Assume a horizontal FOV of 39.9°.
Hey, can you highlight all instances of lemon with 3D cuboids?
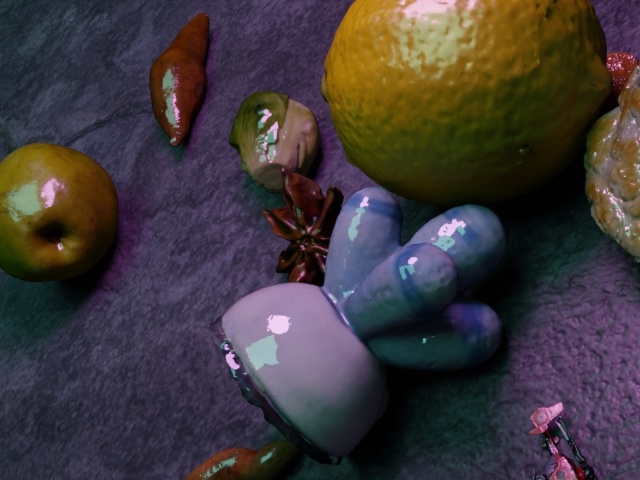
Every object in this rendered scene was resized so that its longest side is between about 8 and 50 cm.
[{"bbox_3d":[0.173,-0.193,1.061,0.336,0.336,0.336,-24,45,27],"label":"lemon"}]

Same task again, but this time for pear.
[{"bbox_3d":[-0.498,-0.053,1.617,0.253,0.253,0.307,-50,24,-1],"label":"pear"}]

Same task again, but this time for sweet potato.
[{"bbox_3d":[-0.281,-0.319,1.733,0.112,0.112,0.359,-24,48,28],"label":"sweet potato"},{"bbox_3d":[-0.113,0.295,1.127,0.202,0.055,0.058,-26,81,22],"label":"sweet potato"}]

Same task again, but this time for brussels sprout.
[{"bbox_3d":[-0.074,-0.161,1.393,0.145,0.131,0.183,-52,34,5],"label":"brussels sprout"}]

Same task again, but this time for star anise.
[{"bbox_3d":[-0.005,0.005,1.216,0.212,0.111,0.196,43,114,21],"label":"star anise"}]

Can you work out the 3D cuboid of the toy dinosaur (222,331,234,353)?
[{"bbox_3d":[-0.118,0.144,1.271,0.041,0.026,0.113,-27,32,0],"label":"toy dinosaur"}]

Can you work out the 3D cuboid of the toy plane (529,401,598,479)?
[{"bbox_3d":[0.240,0.226,0.869,0.060,0.037,0.145,-31,44,15],"label":"toy plane"}]

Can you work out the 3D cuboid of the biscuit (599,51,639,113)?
[{"bbox_3d":[0.360,-0.198,1.111,0.078,0.015,0.091,21,75,51],"label":"biscuit"}]

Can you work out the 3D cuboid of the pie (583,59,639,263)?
[{"bbox_3d":[0.384,-0.101,0.867,0.274,0.105,0.257,-52,39,15],"label":"pie"}]

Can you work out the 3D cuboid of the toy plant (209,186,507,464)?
[{"bbox_3d":[0.070,0.074,1.013,0.332,0.247,0.247,-40,40,5],"label":"toy plant"}]
